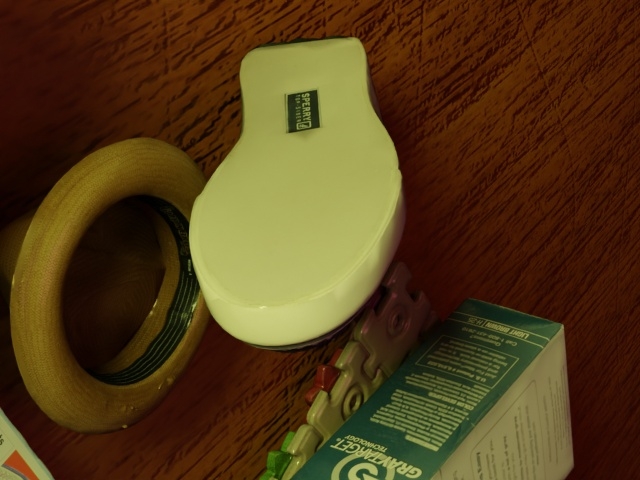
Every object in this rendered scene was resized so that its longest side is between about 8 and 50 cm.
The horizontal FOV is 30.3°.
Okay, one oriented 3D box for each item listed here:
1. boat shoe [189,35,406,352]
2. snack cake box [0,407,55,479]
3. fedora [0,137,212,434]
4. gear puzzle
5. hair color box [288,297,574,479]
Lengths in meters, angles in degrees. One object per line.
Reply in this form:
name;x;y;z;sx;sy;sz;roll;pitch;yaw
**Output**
boat shoe;0.000;0.000;0.764;0.341;0.127;0.158;-82;165;-57
snack cake box;-0.223;0.168;0.640;0.152;0.089;0.264;-53;136;-32
fedora;-0.138;0.023;0.722;0.194;0.079;0.194;-33;129;-53
gear puzzle;0.006;0.191;0.996;0.339;0.044;0.175;-59;141;-20
hair color box;0.078;0.217;0.971;0.347;0.105;0.174;-40;132;-38
